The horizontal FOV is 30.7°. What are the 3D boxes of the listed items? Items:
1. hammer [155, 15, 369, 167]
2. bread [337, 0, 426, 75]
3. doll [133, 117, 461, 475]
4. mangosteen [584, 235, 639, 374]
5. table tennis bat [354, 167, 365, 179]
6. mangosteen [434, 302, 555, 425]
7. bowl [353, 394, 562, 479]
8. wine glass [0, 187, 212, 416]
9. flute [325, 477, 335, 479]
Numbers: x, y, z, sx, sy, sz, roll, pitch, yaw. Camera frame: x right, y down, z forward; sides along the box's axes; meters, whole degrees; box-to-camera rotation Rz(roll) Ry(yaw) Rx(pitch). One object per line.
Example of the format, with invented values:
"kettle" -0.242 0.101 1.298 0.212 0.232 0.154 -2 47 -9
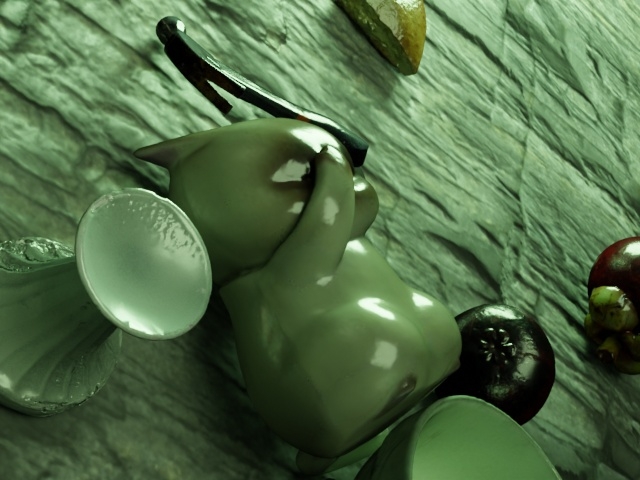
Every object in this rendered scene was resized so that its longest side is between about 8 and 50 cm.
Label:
"hammer" -0.049 -0.147 1.293 0.289 0.037 0.137 27 20 -38
"bread" 0.099 -0.281 1.526 0.154 0.054 0.136 -17 86 -44
"doll" -0.008 0.042 1.136 0.215 0.226 0.370 -17 83 -48
"mangosteen" 0.441 0.094 1.606 0.199 0.200 0.200 21 58 -36
"table tennis bat" 0.021 -0.043 1.362 0.095 0.014 0.158 22 55 -36
"mangosteen" 0.201 0.151 1.362 0.152 0.152 0.153 21 58 -36
"bowl" 0.133 0.319 1.127 0.307 0.163 0.307 30 42 -32
"wine glass" -0.196 0.052 0.976 0.165 0.196 0.165 21 58 -39
"flute" -0.074 0.247 1.122 0.233 0.027 0.027 6 67 -42
